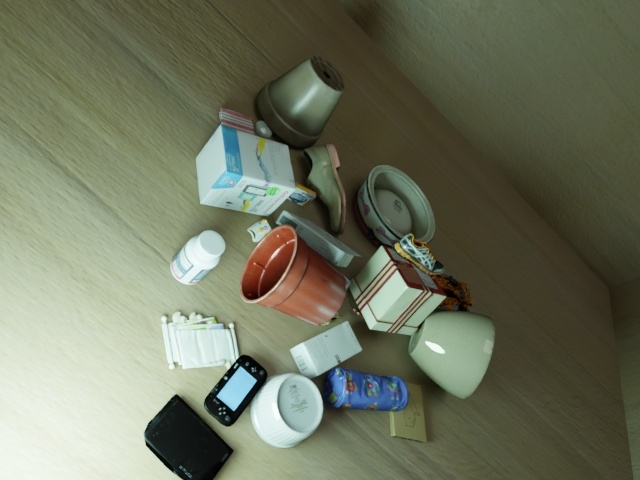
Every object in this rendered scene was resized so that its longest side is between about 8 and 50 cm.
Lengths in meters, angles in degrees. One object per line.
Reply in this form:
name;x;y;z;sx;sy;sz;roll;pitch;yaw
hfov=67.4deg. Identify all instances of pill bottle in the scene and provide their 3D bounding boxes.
pill bottle;-0.352;0.047;1.394;0.107;0.180;0.108;23;50;-30

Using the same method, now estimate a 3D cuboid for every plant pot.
plant pot;-0.058;-0.597;1.997;0.323;0.280;0.324;27;44;-30
plant pot;-0.074;0.132;1.547;0.265;0.272;0.273;35;44;-31

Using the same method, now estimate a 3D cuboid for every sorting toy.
sorting toy;-0.215;-0.031;1.682;0.075;0.045;0.083;-26;81;-28

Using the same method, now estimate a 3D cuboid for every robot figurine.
robot figurine;0.584;0.244;2.168;0.290;0.085;0.211;12;57;-36

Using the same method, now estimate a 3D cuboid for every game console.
game console;-0.281;0.446;1.276;0.213;0.044;0.361;47;46;-7

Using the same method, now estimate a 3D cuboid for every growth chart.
growth chart;-0.335;0.288;1.365;0.237;0.021;0.172;12;56;-36

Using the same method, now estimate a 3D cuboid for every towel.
towel;-0.320;-0.413;1.851;0.144;0.029;0.197;10;59;-38

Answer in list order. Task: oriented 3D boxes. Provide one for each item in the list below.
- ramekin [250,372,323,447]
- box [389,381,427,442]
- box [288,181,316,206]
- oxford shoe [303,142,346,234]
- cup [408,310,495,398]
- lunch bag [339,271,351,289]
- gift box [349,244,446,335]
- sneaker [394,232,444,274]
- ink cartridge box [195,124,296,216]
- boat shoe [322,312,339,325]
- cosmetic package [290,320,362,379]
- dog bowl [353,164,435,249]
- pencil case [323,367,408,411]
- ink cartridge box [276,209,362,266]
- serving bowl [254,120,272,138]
ramekin;-0.088;0.484;1.389;0.207;0.109;0.207;22;50;-29
box;0.310;0.610;1.725;0.164;0.021;0.201;23;51;-29
box;-0.094;-0.184;1.854;0.136;0.081;0.028;24;50;-28
oxford shoe;0.016;-0.207;1.964;0.146;0.140;0.398;-7;69;-10
cup;0.477;0.402;1.836;0.236;0.331;0.331;22;46;2
lunch bag;0.064;0.158;1.787;0.083;0.053;0.071;42;41;1
gift box;0.274;0.190;1.810;0.254;0.258;0.276;19;30;-32
sneaker;0.381;0.053;1.781;0.214;0.083;0.084;31;24;-15
ink cartridge box;-0.257;-0.231;1.653;0.269;0.198;0.197;9;57;-37
boat shoe;0.018;0.271;1.671;0.135;0.050;0.045;-12;66;-45
cosmetic package;0.022;0.362;1.589;0.231;0.085;0.118;-18;76;-45
dog bowl;0.318;-0.127;2.134;0.407;0.150;0.409;22;50;-29
pencil case;0.149;0.494;1.587;0.305;0.119;0.133;18;42;-33
ink cartridge box;0.000;0.000;1.734;0.275;0.060;0.239;35;6;20
serving bowl;-0.229;-0.458;1.959;0.083;0.027;0.084;22;50;-29
